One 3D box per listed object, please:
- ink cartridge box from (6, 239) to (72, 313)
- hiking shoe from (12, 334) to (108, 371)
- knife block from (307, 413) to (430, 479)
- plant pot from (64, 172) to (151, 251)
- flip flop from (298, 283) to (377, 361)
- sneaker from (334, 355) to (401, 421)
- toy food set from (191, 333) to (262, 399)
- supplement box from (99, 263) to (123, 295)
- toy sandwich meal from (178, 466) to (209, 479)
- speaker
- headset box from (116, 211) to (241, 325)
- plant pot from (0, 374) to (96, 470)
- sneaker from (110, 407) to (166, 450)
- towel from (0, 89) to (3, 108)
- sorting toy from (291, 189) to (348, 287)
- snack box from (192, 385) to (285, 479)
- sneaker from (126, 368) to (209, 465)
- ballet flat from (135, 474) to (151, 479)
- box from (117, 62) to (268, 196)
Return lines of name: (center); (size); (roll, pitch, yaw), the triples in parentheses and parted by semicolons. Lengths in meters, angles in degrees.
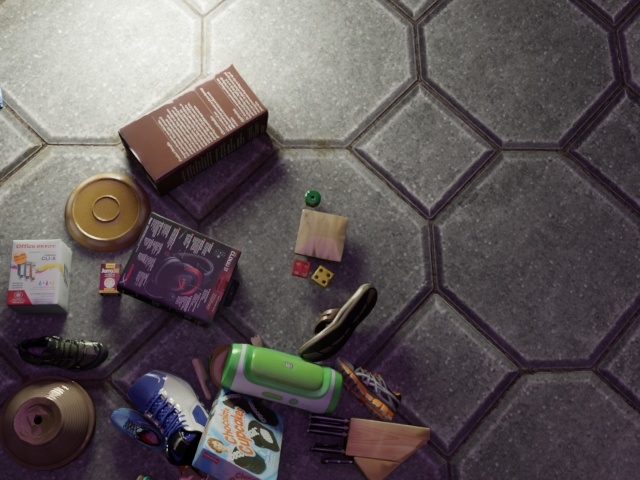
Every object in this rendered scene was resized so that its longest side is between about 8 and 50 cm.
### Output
ink cartridge box: (-0.734, 0.096, 1.885); (0.128, 0.127, 0.176); (-1, 73, -6)
hiking shoe: (-0.664, 0.289, 1.841); (0.227, 0.114, 0.086); (0, 74, -6)
knife block: (0.111, 0.499, 1.870); (0.276, 0.088, 0.242); (-36, 81, -14)
plant pot: (-0.594, -0.084, 2.002); (0.236, 0.032, 0.236); (2, 74, -6)
flip flop: (0.042, 0.218, 1.946); (0.080, 0.112, 0.277); (34, 77, 36)
sneaker: (0.125, 0.384, 1.917); (0.215, 0.084, 0.083); (45, 61, 4)
toy food set: (-0.235, 0.338, 1.915); (0.192, 0.038, 0.132); (-18, 83, -16)
supplement box: (-0.565, 0.107, 1.942); (0.055, 0.043, 0.083); (-1, 73, -5)
toy sandwich meal: (-0.324, 0.593, 1.830); (0.086, 0.029, 0.085); (2, 74, -5)
speaker: (-0.099, 0.358, 1.856); (0.297, 0.131, 0.131); (17, 73, -9)
headset box: (-0.362, 0.089, 1.916); (0.293, 0.110, 0.218); (24, 73, -9)
plant pot: (-0.691, 0.453, 1.794); (0.237, 0.110, 0.237); (2, 74, -6)
sneaker: (-0.462, 0.477, 1.827); (0.162, 0.073, 0.063); (28, 73, 3)
towel: (-0.956, -0.434, 2.069); (0.067, 0.029, 0.119); (-14, 76, -9)
sorting toy: (0.000, 0.000, 2.027); (0.132, 0.046, 0.274); (11, 73, -2)
snack box: (-0.187, 0.476, 1.722); (0.187, 0.322, 0.060); (31, 103, -7)
sneaker: (-0.347, 0.450, 1.777); (0.315, 0.182, 0.127); (38, 93, 7)
ballet flat: (-0.446, 0.754, 1.743); (0.124, 0.116, 0.342); (-17, 79, 10)
box: (-0.353, -0.312, 2.038); (0.381, 0.143, 0.191); (-34, 80, -16)
